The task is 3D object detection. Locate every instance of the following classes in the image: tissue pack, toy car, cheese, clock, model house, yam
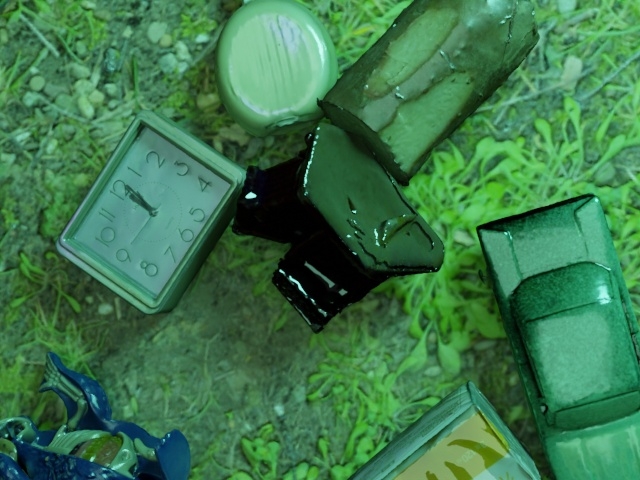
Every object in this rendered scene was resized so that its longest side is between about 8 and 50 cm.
[{"bbox_3d":[0.104,0.264,0.904,0.225,0.185,0.124,-40,86,5],"label":"tissue pack"},{"bbox_3d":[0.266,0.121,0.929,0.141,0.097,0.321,-16,87,7],"label":"toy car"},{"bbox_3d":[-0.058,-0.231,0.989,0.137,0.064,0.227,-12,89,3],"label":"cheese"},{"bbox_3d":[-0.186,-0.031,0.999,0.147,0.071,0.192,35,94,6],"label":"clock"},{"bbox_3d":[0.002,-0.010,0.950,0.164,0.141,0.203,-25,102,49],"label":"model house"},{"bbox_3d":[0.121,-0.182,0.939,0.238,0.129,0.128,-45,70,2],"label":"yam"}]

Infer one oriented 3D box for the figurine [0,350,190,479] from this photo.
[{"bbox_3d":[-0.263,0.249,0.990,0.262,0.121,0.164,24,66,28],"label":"figurine"}]
